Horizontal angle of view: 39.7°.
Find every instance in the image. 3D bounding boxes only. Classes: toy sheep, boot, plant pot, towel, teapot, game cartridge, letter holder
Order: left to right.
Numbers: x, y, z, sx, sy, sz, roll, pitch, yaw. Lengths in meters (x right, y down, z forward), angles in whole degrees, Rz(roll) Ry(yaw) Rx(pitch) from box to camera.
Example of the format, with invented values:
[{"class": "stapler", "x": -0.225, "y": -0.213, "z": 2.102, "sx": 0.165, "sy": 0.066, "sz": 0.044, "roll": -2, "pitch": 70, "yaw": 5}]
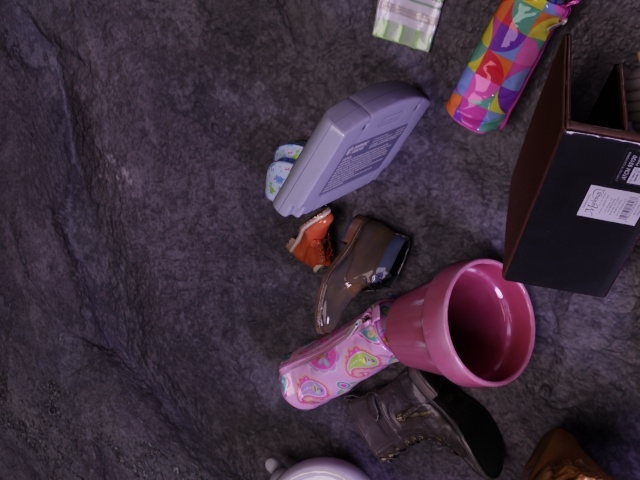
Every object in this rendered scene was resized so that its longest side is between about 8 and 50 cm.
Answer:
[{"class": "boot", "x": 0.000, "y": 0.000, "z": 1.577, "sx": 0.084, "sy": 0.059, "sz": 0.158, "roll": 49, "pitch": 149, "yaw": 9}, {"class": "teapot", "x": 0.020, "y": 0.524, "z": 1.662, "sx": 0.252, "sy": 0.187, "sz": 0.256, "roll": -12, "pitch": 79, "yaw": 10}, {"class": "game cartridge", "x": 0.058, "y": -0.150, "z": 1.356, "sx": 0.062, "sy": 0.297, "sz": 0.198, "roll": 38, "pitch": 122, "yaw": 15}, {"class": "boot", "x": 0.070, "y": 0.068, "z": 1.504, "sx": 0.106, "sy": 0.082, "sz": 0.219, "roll": 18, "pitch": 82, "yaw": 27}, {"class": "towel", "x": 0.141, "y": -0.385, "z": 1.399, "sx": 0.113, "sy": 0.023, "sz": 0.152, "roll": 25, "pitch": 117, "yaw": 27}, {"class": "boot", "x": 0.177, "y": 0.337, "z": 1.563, "sx": 0.263, "sy": 0.091, "sz": 0.229, "roll": 55, "pitch": 132, "yaw": 13}, {"class": "plant pot", "x": 0.210, "y": 0.136, "z": 1.415, "sx": 0.180, "sy": 0.201, "sz": 0.201, "roll": -14, "pitch": 96, "yaw": 53}, {"class": "letter holder", "x": 0.363, "y": -0.103, "z": 1.218, "sx": 0.152, "sy": 0.214, "sz": 0.302, "roll": 10, "pitch": 140, "yaw": 2}, {"class": "toy sheep", "x": 0.453, "y": -0.195, "z": 1.203, "sx": 0.091, "sy": 0.091, "sz": 0.132, "roll": -14, "pitch": 96, "yaw": 37}]

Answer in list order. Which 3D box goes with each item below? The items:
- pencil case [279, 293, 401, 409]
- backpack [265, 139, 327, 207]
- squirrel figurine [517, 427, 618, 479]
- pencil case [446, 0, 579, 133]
[{"class": "pencil case", "x": 0.046, "y": 0.202, "z": 1.576, "sx": 0.284, "sy": 0.124, "sz": 0.124, "roll": -35, "pitch": 83, "yaw": 39}, {"class": "backpack", "x": -0.041, "y": -0.116, "z": 1.567, "sx": 0.105, "sy": 0.084, "sz": 0.114, "roll": 14, "pitch": 108, "yaw": 27}, {"class": "squirrel figurine", "x": 0.434, "y": 0.466, "z": 1.244, "sx": 0.370, "sy": 0.281, "sz": 0.397, "roll": 36, "pitch": 161, "yaw": 12}, {"class": "pencil case", "x": 0.275, "y": -0.270, "z": 1.296, "sx": 0.104, "sy": 0.104, "sz": 0.236, "roll": 39, "pitch": 124, "yaw": 19}]
